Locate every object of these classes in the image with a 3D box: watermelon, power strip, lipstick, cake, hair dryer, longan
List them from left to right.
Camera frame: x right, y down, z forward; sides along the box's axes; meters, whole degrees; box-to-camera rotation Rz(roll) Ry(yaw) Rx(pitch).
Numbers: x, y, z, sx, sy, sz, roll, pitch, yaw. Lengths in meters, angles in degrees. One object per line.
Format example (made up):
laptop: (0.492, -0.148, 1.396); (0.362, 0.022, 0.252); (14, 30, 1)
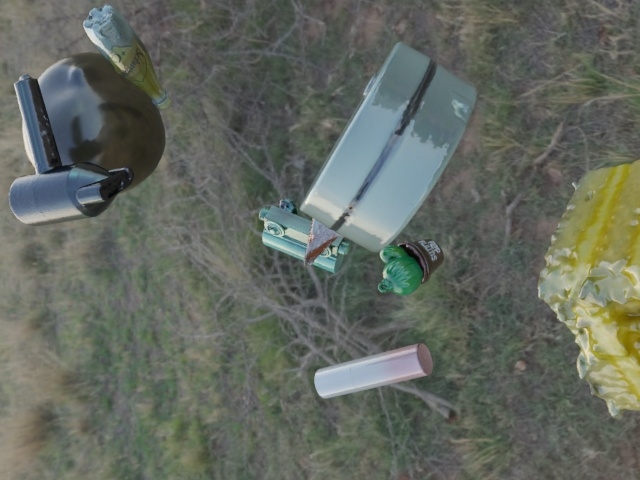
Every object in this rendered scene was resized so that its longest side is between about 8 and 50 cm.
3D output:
hair dryer: (-0.516, -0.188, 1.280); (0.245, 0.116, 0.302); (-8, 101, 25)
longan: (-0.550, -0.277, 1.573); (0.361, 0.361, 0.360); (8, 101, 52)
watermelon: (-0.006, -0.024, 1.466); (0.158, 0.098, 0.121); (-33, 89, 15)
lipstick: (0.140, 0.358, 1.757); (0.327, 0.087, 0.087); (-21, 76, 29)
power strip: (0.104, -0.150, 1.118); (0.357, 0.162, 0.357); (-60, 4, 7)
cake: (0.407, 0.041, 0.642); (0.286, 0.227, 0.222); (-14, 123, 50)

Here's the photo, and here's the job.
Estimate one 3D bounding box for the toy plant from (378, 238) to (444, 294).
toy plant: (0.216, 0.062, 1.642); (0.142, 0.201, 0.105); (56, 155, 19)

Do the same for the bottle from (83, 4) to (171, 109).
bottle: (-0.396, -0.377, 1.375); (0.083, 0.269, 0.083); (-10, 59, 16)

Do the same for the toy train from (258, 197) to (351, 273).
toy train: (-0.042, -0.004, 1.630); (0.248, 0.101, 0.159); (23, 145, 14)
